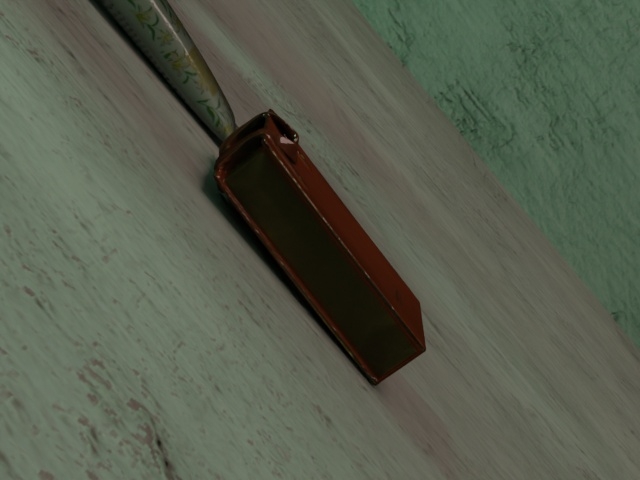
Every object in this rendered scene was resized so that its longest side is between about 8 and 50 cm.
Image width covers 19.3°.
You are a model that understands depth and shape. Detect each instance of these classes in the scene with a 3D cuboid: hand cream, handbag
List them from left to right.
[{"bbox_3d":[-0.115,-0.150,1.416,0.194,0.042,0.067,52,7,-17],"label":"hand cream"},{"bbox_3d":[0.000,0.000,1.328,0.190,0.063,0.127,52,9,-9],"label":"handbag"}]
